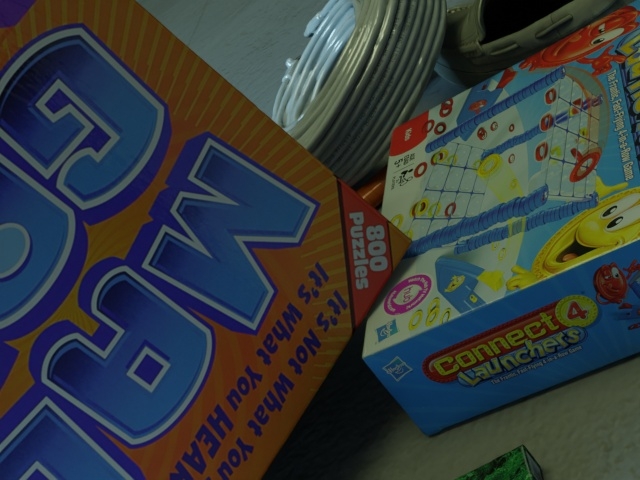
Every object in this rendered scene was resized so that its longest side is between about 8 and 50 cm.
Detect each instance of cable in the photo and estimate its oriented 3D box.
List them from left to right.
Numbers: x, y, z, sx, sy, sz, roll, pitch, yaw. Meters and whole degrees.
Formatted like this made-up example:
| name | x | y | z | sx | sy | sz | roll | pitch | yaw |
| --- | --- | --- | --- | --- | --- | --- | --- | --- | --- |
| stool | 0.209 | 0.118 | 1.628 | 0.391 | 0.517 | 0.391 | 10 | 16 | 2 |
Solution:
| name | x | y | z | sx | sy | sz | roll | pitch | yaw |
| --- | --- | --- | --- | --- | --- | --- | --- | --- | --- |
| cable | 0.032 | -0.161 | 1.143 | 0.257 | 0.089 | 0.257 | -37 | 30 | 56 |

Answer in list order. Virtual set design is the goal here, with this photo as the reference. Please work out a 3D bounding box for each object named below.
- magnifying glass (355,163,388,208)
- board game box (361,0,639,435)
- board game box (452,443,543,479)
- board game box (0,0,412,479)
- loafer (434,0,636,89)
| name | x | y | z | sx | sy | sz | roll | pitch | yaw |
| --- | --- | --- | --- | --- | --- | --- | --- | --- | --- |
| magnifying glass | 0.000 | 0.000 | 1.082 | 0.231 | 0.026 | 0.092 | -43 | 26 | -3 |
| board game box | 0.190 | -0.040 | 0.823 | 0.302 | 0.086 | 0.308 | -27 | 28 | 25 |
| board game box | 0.027 | 0.231 | 0.671 | 0.259 | 0.030 | 0.136 | -31 | 25 | 15 |
| board game box | -0.230 | 0.037 | 0.842 | 0.356 | 0.356 | 0.356 | -57 | 21 | -17 |
| loafer | 0.189 | -0.207 | 1.060 | 0.112 | 0.111 | 0.319 | -47 | 27 | -15 |
